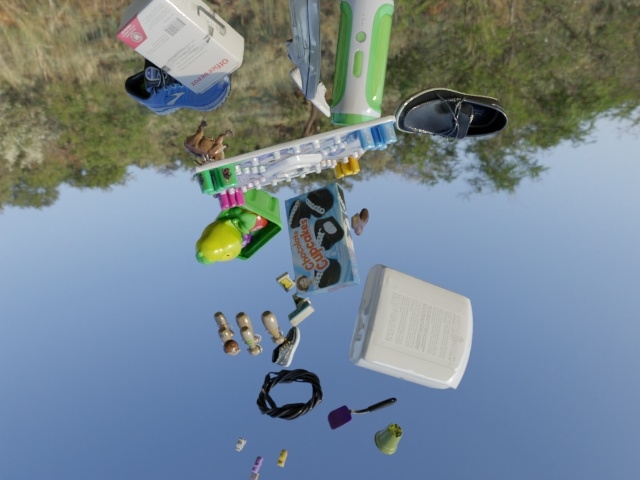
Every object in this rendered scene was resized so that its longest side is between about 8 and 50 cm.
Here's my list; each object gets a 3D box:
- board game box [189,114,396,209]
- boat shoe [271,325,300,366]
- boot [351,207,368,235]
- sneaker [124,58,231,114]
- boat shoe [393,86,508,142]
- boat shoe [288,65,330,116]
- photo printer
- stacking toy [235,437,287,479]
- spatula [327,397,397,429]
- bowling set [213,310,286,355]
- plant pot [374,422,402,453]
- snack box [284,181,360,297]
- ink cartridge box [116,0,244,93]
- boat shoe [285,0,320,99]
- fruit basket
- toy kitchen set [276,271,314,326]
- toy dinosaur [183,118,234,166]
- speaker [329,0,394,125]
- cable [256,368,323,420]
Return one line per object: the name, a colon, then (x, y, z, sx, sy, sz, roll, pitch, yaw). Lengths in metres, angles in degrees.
board game box: (-0.061, -0.153, 1.021, 0.390, 0.050, 0.390, -16, -179, -7)
boat shoe: (-0.152, 0.461, 2.027, 0.065, 0.183, 0.083, 3, 162, 45)
boot: (0.131, -0.078, 1.559, 0.037, 0.106, 0.114, 10, 166, 19)
sneaker: (-0.371, -0.404, 1.189, 0.330, 0.129, 0.147, -5, 176, 28)
boat shoe: (0.528, -0.496, 1.837, 0.501, 0.186, 0.156, -4, -140, -19)
boat shoe: (-0.018, -0.460, 1.407, 0.063, 0.184, 0.066, -42, -155, 6)
photo printer: (0.243, 0.224, 1.161, 0.308, 0.255, 0.107, 20, 162, -17)
stacking toy: (-0.219, 0.769, 1.493, 0.167, 0.221, 0.052, 14, 157, 12)
spatula: (0.173, 0.687, 1.868, 0.297, 0.030, 0.084, -11, -148, -14)
bowling set: (-0.299, 0.377, 1.712, 0.287, 0.154, 0.199, -3, -147, 26)
plant pot: (0.233, 0.649, 1.529, 0.083, 0.079, 0.083, 17, -145, -13)
snack box: (0.000, 0.000, 1.414, 0.187, 0.321, 0.060, -18, 158, 21)
ink cartridge box: (-0.299, -0.444, 1.010, 0.159, 0.092, 0.218, -20, 146, 33)
boat shoe: (-0.046, -0.491, 1.166, 0.088, 0.267, 0.096, 3, -142, 4)
fruit basket: (-0.364, -0.021, 1.963, 0.283, 0.391, 0.392, 28, -173, -23)
toy kitchen set: (-0.143, 0.269, 2.159, 0.122, 0.166, 0.207, -40, -159, 1)
toy dinosaur: (-0.466, -0.361, 1.832, 0.296, 0.127, 0.200, 27, -118, 23)
speaker: (0.093, -0.416, 1.062, 0.131, 0.296, 0.131, 6, -168, -1)
cable: (-0.083, 0.415, 1.249, 0.185, 0.047, 0.150, 3, -145, 21)
